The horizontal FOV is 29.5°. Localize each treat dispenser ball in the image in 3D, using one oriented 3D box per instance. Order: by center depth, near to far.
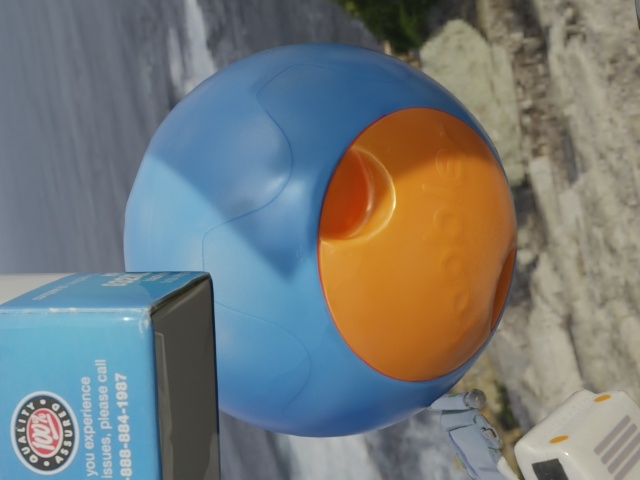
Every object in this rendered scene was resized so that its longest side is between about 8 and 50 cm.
[{"bbox_3d":[0.000,0.000,0.893,0.288,0.288,0.288,169,90,-74],"label":"treat dispenser ball"}]

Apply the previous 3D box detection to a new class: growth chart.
[{"bbox_3d":[0.165,0.224,1.042,0.237,0.021,0.172,56,167,-4],"label":"growth chart"}]

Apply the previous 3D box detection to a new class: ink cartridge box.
[{"bbox_3d":[-0.209,0.132,0.589,0.129,0.307,0.223,-47,-44,-79],"label":"ink cartridge box"}]

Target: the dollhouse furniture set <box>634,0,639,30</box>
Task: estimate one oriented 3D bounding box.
[{"bbox_3d":[0.118,-0.120,0.412,0.183,0.129,0.129,28,159,34],"label":"dollhouse furniture set"}]

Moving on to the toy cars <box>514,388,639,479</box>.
[{"bbox_3d":[0.175,0.255,0.563,0.087,0.176,0.394,-24,51,39],"label":"toy cars"}]
